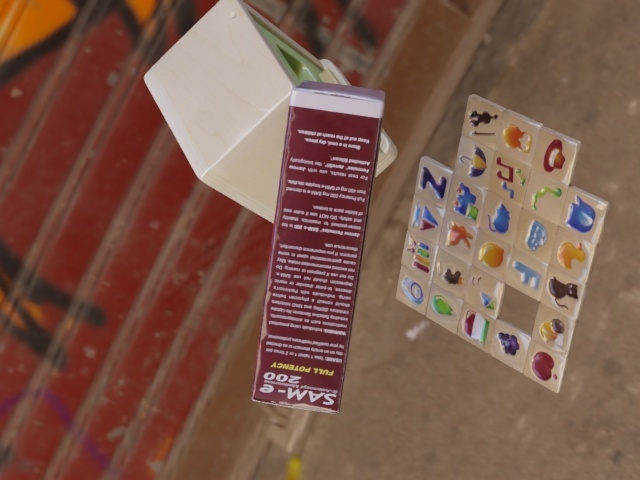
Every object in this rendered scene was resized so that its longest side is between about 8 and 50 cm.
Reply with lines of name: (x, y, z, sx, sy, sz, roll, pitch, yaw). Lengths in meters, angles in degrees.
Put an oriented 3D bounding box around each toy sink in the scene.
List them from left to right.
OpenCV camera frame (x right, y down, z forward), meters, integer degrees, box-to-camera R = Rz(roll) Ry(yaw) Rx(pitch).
toy sink: (-0.029, -0.108, 1.252, 0.131, 0.234, 0.152, -42, 51, 14)

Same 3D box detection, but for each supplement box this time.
supplement box: (0.000, 0.000, 1.010, 0.130, 0.073, 0.239, -71, -12, -80)

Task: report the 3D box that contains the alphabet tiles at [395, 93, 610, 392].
alphabet tiles: (0.161, -0.004, 1.173, 0.198, 0.009, 0.237, 31, 126, 34)
